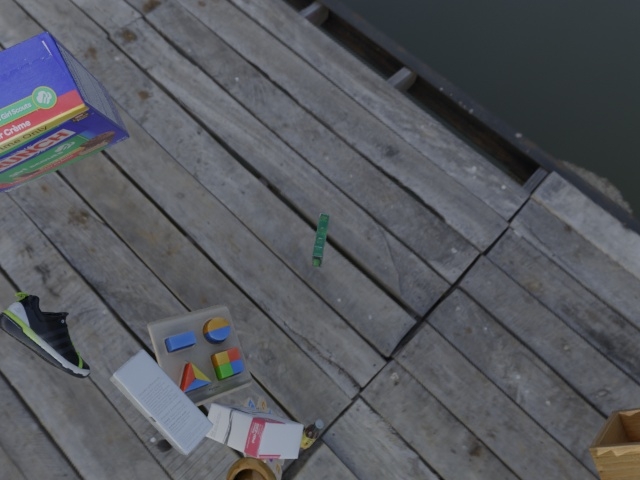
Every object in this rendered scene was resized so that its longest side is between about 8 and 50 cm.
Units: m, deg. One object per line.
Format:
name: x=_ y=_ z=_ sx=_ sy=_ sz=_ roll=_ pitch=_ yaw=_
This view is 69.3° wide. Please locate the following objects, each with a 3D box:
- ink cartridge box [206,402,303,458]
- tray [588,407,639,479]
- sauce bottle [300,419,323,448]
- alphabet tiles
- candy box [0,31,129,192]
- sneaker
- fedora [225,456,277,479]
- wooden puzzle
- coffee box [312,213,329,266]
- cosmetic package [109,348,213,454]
ink cartridge box: x=-0.179 y=0.507 z=1.238 sx=0.218 sy=0.159 sz=0.092 roll=-2 pitch=68 yaw=39
tray: x=0.666 y=0.302 z=0.713 sx=0.203 sy=0.411 sz=0.076 roll=-3 pitch=72 yaw=-48
sauce bottle: x=-0.027 y=0.541 z=1.294 sx=0.042 sy=0.128 sz=0.042 roll=15 pitch=42 yaw=-14
alphabet tiles: x=-0.200 y=0.690 z=1.602 sx=0.021 sy=0.278 sz=0.284 roll=-22 pitch=108 yaw=13
candy box: x=-0.493 y=-0.188 z=0.768 sx=0.268 sy=0.317 sz=0.122 roll=-28 pitch=99 yaw=-8
sneaker: x=-0.545 y=0.197 z=0.959 sx=0.084 sy=0.234 sz=0.097 roll=6 pitch=50 yaw=37
fedora: x=-0.191 y=0.738 z=1.374 sx=0.195 sy=0.079 sz=0.194 roll=-8 pitch=72 yaw=25
wooden puzzle: x=-0.436 y=0.417 z=1.724 sx=0.322 sy=0.080 sz=0.347 roll=-11 pitch=68 yaw=-38
coffee box: x=0.000 y=0.000 z=1.808 sx=0.041 sy=0.113 sz=0.184 roll=9 pitch=66 yaw=3
cosmetic package: x=-0.351 y=0.355 z=1.017 sx=0.231 sy=0.117 sz=0.085 roll=47 pitch=57 yaw=-4
